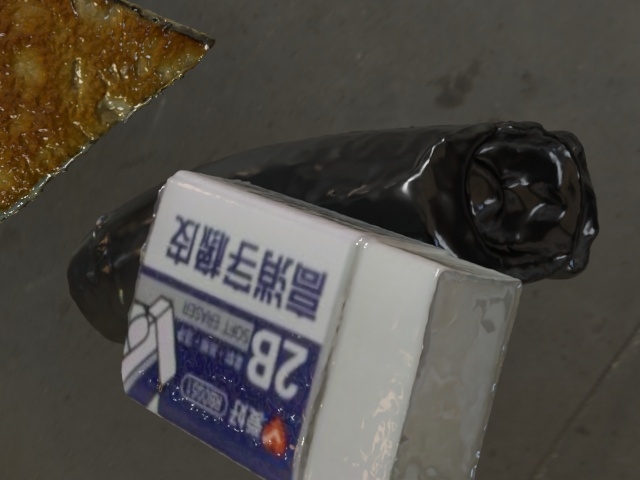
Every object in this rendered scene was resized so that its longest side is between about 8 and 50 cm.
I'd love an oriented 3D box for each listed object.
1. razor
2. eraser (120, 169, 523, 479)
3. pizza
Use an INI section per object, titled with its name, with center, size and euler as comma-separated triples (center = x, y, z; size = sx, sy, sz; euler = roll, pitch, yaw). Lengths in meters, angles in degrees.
[razor]
center = 0.000, -0.004, 0.928
size = 0.189, 0.327, 0.107
euler = -4, 84, -44
[eraser]
center = -0.008, 0.048, 0.718
size = 0.068, 0.210, 0.124
euler = 11, 96, -39
[pizza]
center = -0.152, -0.112, 0.869
size = 0.176, 0.036, 0.185
euler = -19, 115, -5
